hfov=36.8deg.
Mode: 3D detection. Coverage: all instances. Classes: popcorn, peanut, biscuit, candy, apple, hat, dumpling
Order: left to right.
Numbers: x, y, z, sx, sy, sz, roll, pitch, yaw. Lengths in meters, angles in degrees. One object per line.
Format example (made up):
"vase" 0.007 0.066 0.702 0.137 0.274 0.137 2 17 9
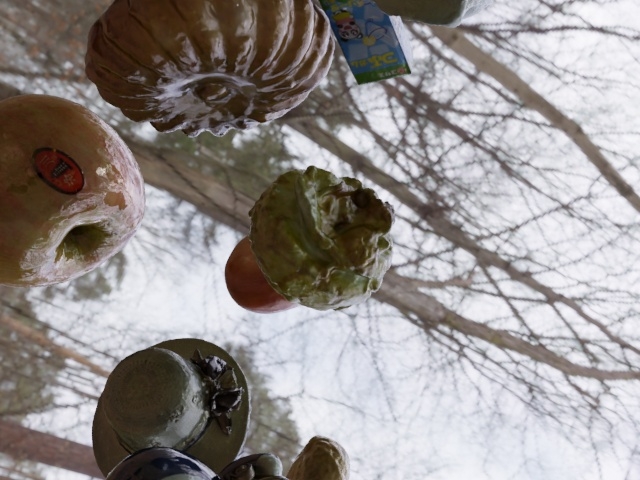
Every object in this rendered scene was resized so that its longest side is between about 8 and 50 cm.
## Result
"apple" -0.560 -0.098 1.893 0.391 0.391 0.346 -48 -113 16
"hat" -0.235 0.232 1.370 0.257 0.130 0.257 -7 -122 12
"biscuit" -0.140 -0.225 1.245 0.325 0.325 0.107 -25 -114 37
"apple" -0.086 0.059 1.873 0.199 0.199 0.199 -26 -130 36
"peanut" -0.006 0.440 1.772 0.140 0.109 0.159 -14 -121 48
"popcorn" 0.000 0.000 1.417 0.183 0.221 0.204 -36 -156 56
"candy" 0.074 -0.339 1.518 0.097 0.194 0.062 -9 -131 20
"dumpling" 0.123 -0.299 0.957 0.219 0.152 0.108 -63 -174 -35

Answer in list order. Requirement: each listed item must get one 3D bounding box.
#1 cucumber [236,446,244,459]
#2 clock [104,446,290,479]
"cucumber" -0.183 0.356 1.634 0.064 0.112 0.064 7 -78 40
"clock" -0.139 0.327 1.091 0.146 0.243 0.200 1 -105 65
